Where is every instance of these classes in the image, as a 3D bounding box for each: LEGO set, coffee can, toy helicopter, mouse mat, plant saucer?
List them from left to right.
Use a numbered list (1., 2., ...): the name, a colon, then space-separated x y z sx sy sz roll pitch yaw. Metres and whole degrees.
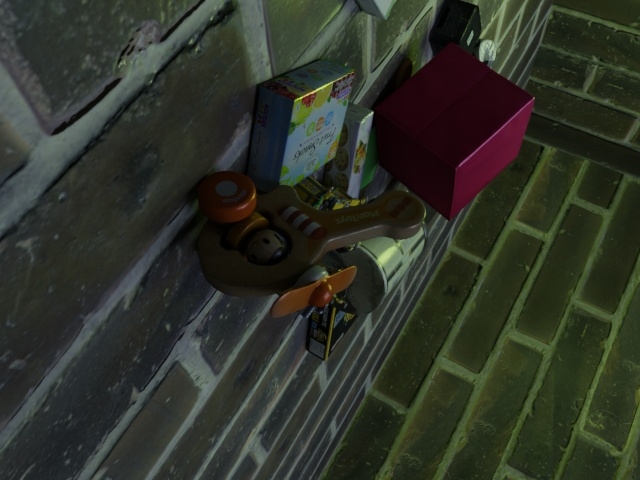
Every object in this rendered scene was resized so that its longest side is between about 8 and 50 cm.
1. toy helicopter: 0.000 0.000 0.908 0.356 0.234 0.140 -13 140 -16
2. LEGO set: 0.018 0.023 1.180 0.255 0.192 0.331 -51 165 2
3. mouse mat: 0.121 -0.207 1.529 0.153 0.007 0.189 -39 148 -53
4. coffee can: 0.128 0.031 1.550 0.275 0.202 0.201 -42 152 -49
5. plant saucer: 0.204 -0.399 1.488 0.083 0.013 0.083 -52 159 -30

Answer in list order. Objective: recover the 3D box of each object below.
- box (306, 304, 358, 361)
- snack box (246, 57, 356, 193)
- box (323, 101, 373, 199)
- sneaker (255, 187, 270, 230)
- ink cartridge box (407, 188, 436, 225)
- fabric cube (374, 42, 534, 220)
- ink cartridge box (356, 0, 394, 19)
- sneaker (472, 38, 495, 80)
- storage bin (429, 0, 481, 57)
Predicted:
1. box: 0.077 0.151 1.774 0.322 0.079 0.257 -49 155 -40
2. snack box: -0.031 -0.191 1.020 0.207 0.070 0.174 -40 151 -50
3. box: 0.050 -0.141 1.323 0.063 0.067 0.323 -47 156 -41
4. sneaker: -0.118 -0.011 1.046 0.192 0.064 0.086 -58 169 -18
5. ink cartridge box: 0.347 -0.207 1.759 0.238 0.060 0.275 -107 -148 -41
6. fabric cube: 0.310 -0.257 1.479 0.258 0.259 0.254 -42 157 -11
7. ink cartridge box: 0.095 -0.488 1.005 0.171 0.056 0.235 -66 164 7
8. sneaker: 0.421 -0.460 1.781 0.094 0.153 0.234 -18 113 -29
9. storage bin: 0.357 -0.541 1.614 0.122 0.085 0.180 -65 163 3
